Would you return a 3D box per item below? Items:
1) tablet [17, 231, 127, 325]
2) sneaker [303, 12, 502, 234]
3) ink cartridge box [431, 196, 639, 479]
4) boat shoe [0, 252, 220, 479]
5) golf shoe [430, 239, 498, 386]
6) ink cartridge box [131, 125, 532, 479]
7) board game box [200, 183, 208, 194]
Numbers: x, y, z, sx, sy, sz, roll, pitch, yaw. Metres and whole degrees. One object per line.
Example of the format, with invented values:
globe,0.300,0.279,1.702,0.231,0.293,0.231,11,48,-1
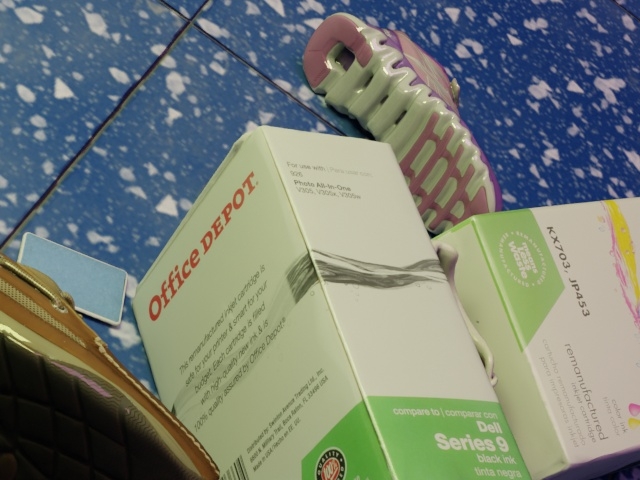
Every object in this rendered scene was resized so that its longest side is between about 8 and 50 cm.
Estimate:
tablet,-0.180,0.028,1.321,0.083,0.006,0.054,23,42,-19
sneaker,0.091,-0.105,1.601,0.104,0.095,0.236,-10,59,-52
ink cartridge box,0.236,0.078,1.480,0.353,0.119,0.207,-7,71,-44
boat shoe,-0.200,0.066,1.181,0.324,0.122,0.120,37,34,-4
golf shoe,0.072,0.132,1.308,0.105,0.120,0.273,-4,73,-37
ink cartridge box,-0.003,0.098,1.230,0.121,0.211,0.289,5,50,-34
board game box,0.000,0.000,1.460,0.181,0.043,0.092,9,48,-32
